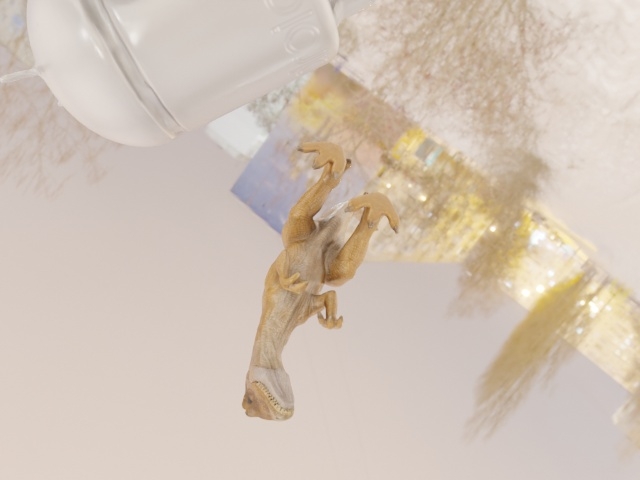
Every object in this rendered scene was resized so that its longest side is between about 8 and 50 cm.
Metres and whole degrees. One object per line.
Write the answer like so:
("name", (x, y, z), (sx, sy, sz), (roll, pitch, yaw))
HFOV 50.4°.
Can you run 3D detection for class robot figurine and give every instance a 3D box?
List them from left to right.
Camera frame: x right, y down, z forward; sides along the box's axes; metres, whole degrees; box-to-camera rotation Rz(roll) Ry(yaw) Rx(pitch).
("robot figurine", (-0.121, -0.219, 0.649), (0.200, 0.353, 0.300), (65, -177, 13))

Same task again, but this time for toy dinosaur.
("toy dinosaur", (0.000, 0.000, 0.377), (0.064, 0.112, 0.211), (30, -139, 2))
